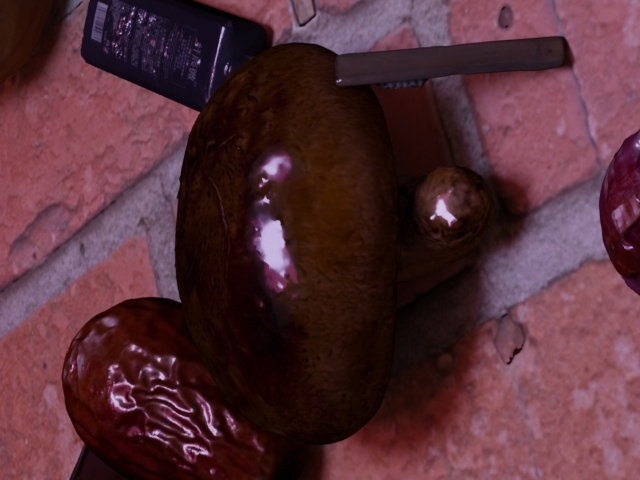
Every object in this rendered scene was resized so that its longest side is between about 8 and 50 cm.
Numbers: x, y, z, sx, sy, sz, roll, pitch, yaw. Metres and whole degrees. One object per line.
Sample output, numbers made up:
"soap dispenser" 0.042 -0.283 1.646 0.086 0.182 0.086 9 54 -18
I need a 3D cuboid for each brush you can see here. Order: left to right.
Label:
"brush" 0.108 -0.143 1.638 0.027 0.190 0.034 78 -172 -54

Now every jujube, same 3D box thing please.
"jujube" -0.128 0.162 1.884 0.255 0.190 0.190 28 111 26

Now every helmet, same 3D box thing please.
"helmet" -0.222 0.219 2.073 0.089 0.057 0.111 -75 7 -73

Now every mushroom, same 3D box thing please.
"mushroom" -0.024 -0.002 1.736 0.345 0.239 0.345 -49 25 33

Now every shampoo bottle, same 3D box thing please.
"shampoo bottle" -0.128 -0.186 1.966 0.309 0.071 0.098 26 108 47

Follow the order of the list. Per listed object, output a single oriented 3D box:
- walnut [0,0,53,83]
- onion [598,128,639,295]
"walnut" -0.440 -0.308 2.181 0.333 0.333 0.333 -2 87 50
"onion" 0.305 -0.004 1.331 0.230 0.230 0.163 -33 55 44
